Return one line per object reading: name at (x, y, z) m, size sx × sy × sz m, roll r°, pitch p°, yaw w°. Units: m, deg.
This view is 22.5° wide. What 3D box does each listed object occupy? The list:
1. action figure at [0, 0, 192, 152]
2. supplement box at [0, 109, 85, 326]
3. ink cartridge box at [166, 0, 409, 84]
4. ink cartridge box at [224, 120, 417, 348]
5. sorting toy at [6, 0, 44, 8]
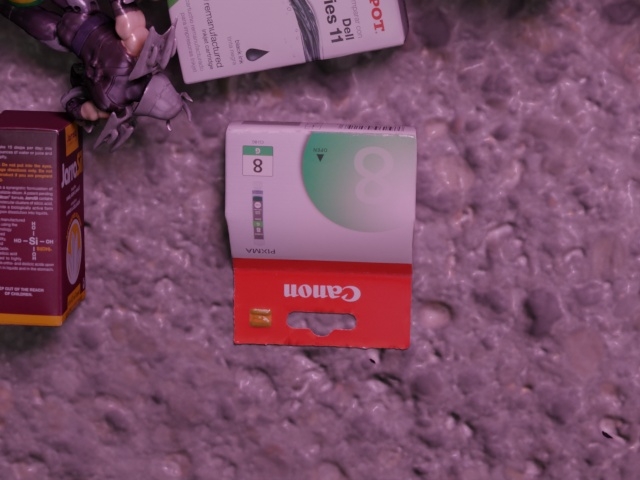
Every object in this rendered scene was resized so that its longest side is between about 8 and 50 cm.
action figure at (-0.221, -0.200, 1.456) m, size 0.285 × 0.099 × 0.185 m, roll 40°, pitch 121°, yaw 8°
supplement box at (-0.273, -0.023, 1.522) m, size 0.081 × 0.104 × 0.188 m, roll 2°, pitch 104°, yaw 4°
ink cartridge box at (-0.033, -0.236, 1.459) m, size 0.208 × 0.087 × 0.153 m, roll -10°, pitch 103°, yaw 7°
ink cartridge box at (0.000, 0.000, 1.533) m, size 0.181 × 0.056 × 0.224 m, roll 2°, pitch 102°, yaw 5°
sorting toy at (-0.157, -0.299, 1.393) m, size 0.132 × 0.046 × 0.274 m, roll 27°, pitch 68°, yaw 18°
